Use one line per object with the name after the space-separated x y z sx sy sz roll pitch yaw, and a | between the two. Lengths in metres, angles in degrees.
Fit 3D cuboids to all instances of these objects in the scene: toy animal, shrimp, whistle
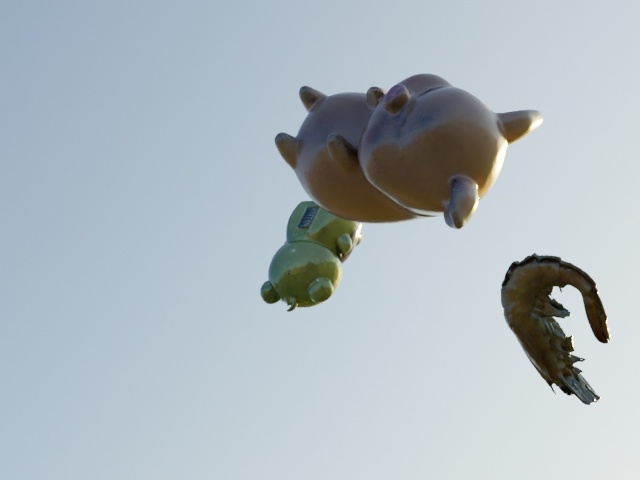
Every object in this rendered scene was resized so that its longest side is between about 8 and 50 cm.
0.081 -0.088 1.510 0.250 0.166 0.154 4 -26 46 | toy animal
0.381 0.131 2.294 0.173 0.253 0.058 -41 -9 31 | shrimp
0.000 0.000 1.837 0.105 0.227 0.085 -4 -44 35 | whistle
